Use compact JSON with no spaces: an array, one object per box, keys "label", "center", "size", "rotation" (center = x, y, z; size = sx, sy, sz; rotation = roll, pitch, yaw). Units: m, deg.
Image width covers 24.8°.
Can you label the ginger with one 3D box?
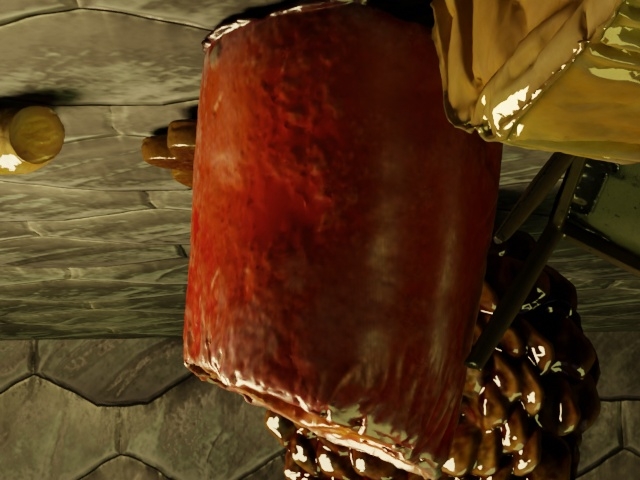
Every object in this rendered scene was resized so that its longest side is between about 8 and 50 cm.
[{"label":"ginger","center":[-0.353,-0.076,1.216],"size":[0.298,0.065,0.118],"rotation":[-2,-177,10]}]

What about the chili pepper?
[{"label":"chili pepper","center":[0.000,0.000,1.042],"size":[0.251,0.306,0.229],"rotation":[4,168,34]}]

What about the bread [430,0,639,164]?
[{"label":"bread","center":[0.148,-0.134,0.648],"size":[0.133,0.179,0.250],"rotation":[11,156,-15]}]

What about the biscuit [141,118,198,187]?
[{"label":"biscuit","center":[-0.072,-0.073,1.326],"size":[0.179,0.039,0.236],"rotation":[5,170,-1]}]

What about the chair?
[{"label":"chair","center":[0.237,-0.012,0.966],"size":[0.188,0.272,0.166],"rotation":[28,148,15]}]

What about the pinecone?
[{"label":"pinecone","center":[0.131,0.142,1.672],"size":[0.397,0.398,0.398],"rotation":[-1,170,0]}]
